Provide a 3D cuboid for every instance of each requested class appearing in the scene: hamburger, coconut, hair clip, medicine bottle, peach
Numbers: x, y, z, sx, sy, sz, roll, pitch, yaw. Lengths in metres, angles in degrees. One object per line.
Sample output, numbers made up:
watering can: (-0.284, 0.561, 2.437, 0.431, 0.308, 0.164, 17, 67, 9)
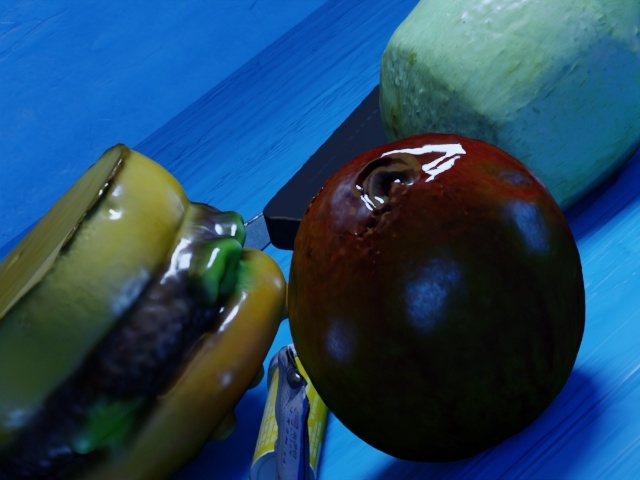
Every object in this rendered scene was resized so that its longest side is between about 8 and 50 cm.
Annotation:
hamburger: (-0.223, 0.120, 1.873, 0.396, 0.277, 0.396, -46, 11, 12)
coconut: (0.226, -0.181, 1.894, 0.328, 0.281, 0.328, -40, 19, 17)
hair clip: (-0.038, -0.049, 2.508, 0.275, 0.048, 0.083, -37, 11, -17)
medicine bottle: (-0.025, 0.176, 1.708, 0.074, 0.074, 0.218, -30, 16, 15)
peach: (0.089, 0.044, 1.491, 0.281, 0.281, 0.238, -20, 22, 43)

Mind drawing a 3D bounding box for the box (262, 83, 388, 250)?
box: (0.095, -0.093, 2.199, 0.211, 0.058, 0.350, 7, 36, 31)

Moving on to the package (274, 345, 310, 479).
package: (-0.023, 0.192, 1.501, 0.027, 0.171, 0.173, 1, 13, -10)
